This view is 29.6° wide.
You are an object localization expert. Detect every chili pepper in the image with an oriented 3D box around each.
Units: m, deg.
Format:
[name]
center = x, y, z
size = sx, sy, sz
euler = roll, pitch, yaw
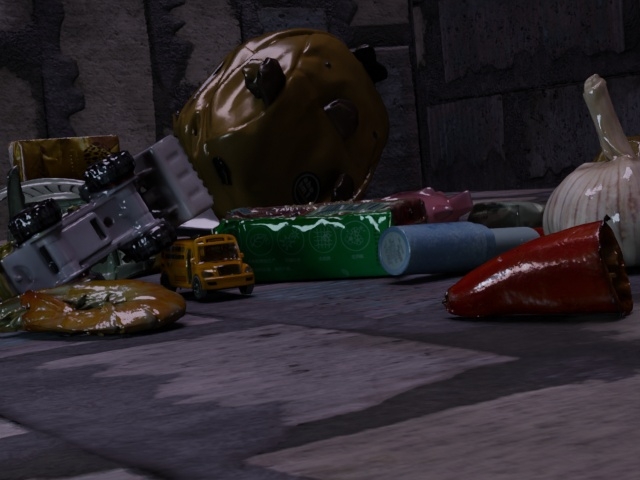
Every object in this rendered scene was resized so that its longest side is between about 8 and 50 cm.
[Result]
[chili pepper]
center = 0.180, 0.039, 1.053
size = 0.169, 0.088, 0.065
euler = -13, 17, 32

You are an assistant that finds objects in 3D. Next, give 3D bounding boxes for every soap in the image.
[soap]
center = 0.000, -0.003, 1.588
size = 0.273, 0.098, 0.218
euler = -4, 4, 21

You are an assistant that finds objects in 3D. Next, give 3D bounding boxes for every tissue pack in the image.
[tissue pack]
center = -0.422, -0.061, 2.029
size = 0.183, 0.226, 0.092
euler = -6, 3, -31

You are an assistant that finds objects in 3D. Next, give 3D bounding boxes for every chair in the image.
[chair]
center = -0.347, -0.020, 1.621
size = 0.203, 0.190, 0.274
euler = -7, -8, -21

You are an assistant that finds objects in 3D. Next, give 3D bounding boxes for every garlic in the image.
[garlic]
center = 0.343, -0.080, 1.381
size = 0.199, 0.226, 0.199
euler = -10, 4, 1

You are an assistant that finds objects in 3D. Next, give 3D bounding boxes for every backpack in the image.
[backpack]
center = -0.041, -0.166, 1.886
size = 0.201, 0.353, 0.378
euler = 1, 47, 43

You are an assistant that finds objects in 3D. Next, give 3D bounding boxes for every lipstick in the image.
[lipstick]
center = 0.193, 0.007, 1.487
size = 0.274, 0.061, 0.068
euler = -3, 3, -38

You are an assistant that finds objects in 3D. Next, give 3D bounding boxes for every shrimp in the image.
[shrimp]
center = -0.241, 0.070, 1.210
size = 0.217, 0.051, 0.115
euler = -2, 7, 12

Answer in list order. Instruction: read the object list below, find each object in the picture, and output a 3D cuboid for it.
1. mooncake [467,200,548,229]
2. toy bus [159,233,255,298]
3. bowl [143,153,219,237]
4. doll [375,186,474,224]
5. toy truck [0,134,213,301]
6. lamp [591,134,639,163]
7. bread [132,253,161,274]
[mooncake]
center = 0.280, -0.021, 1.677
size = 0.125, 0.073, 0.130
euler = -4, 4, -33
[toy bus]
center = -0.140, 0.030, 1.461
size = 0.069, 0.074, 0.162
euler = -6, 3, -27
[bowl]
center = -0.171, -0.082, 2.134
size = 0.345, 0.157, 0.345
euler = 3, -2, 0
[doll]
center = 0.135, -0.031, 1.848
size = 0.262, 0.093, 0.211
euler = -13, 0, -44
[toy truck]
center = -0.264, -0.015, 1.427
size = 0.286, 0.136, 0.111
euler = -36, 10, -37
[lamp]
center = 0.442, -0.063, 1.535
size = 0.161, 0.161, 0.185
euler = -9, 5, -44
[bread]
center = -0.302, 0.032, 1.828
size = 0.088, 0.049, 0.226
euler = -3, 4, 25
